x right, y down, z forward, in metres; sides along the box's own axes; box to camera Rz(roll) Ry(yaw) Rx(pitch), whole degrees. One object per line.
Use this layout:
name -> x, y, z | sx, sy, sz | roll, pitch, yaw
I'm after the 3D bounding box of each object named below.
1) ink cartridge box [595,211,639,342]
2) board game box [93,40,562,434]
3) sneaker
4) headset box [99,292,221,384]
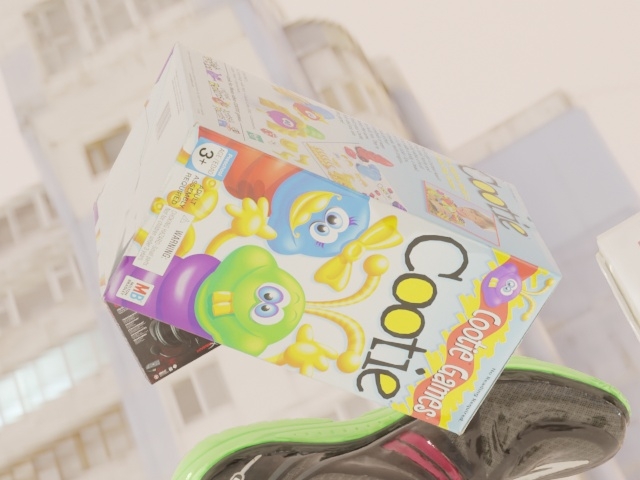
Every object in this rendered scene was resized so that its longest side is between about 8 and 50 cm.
ink cartridge box -> 0.261, 0.021, 0.871 | 0.212, 0.154, 0.093 | -30, -32, 10
board game box -> 0.000, 0.000, 1.252 | 0.275, 0.144, 0.142 | 22, -68, -19
sneaker -> 0.093, 0.260, 1.833 | 0.482, 0.202, 0.185 | -15, -39, -11
headset box -> -0.121, 0.055, 1.363 | 0.062, 0.032, 0.083 | -29, -77, -10
